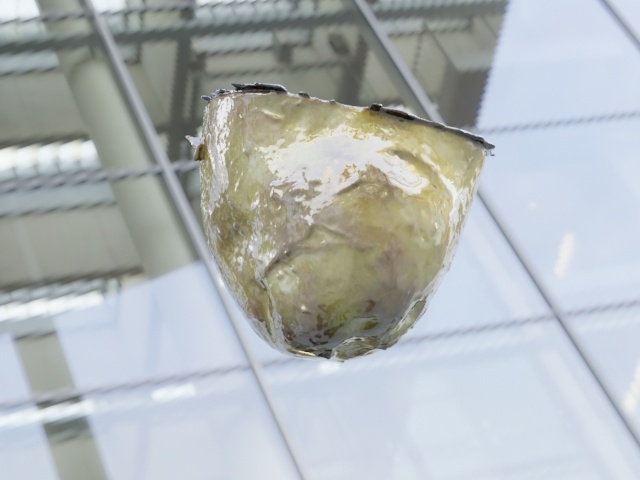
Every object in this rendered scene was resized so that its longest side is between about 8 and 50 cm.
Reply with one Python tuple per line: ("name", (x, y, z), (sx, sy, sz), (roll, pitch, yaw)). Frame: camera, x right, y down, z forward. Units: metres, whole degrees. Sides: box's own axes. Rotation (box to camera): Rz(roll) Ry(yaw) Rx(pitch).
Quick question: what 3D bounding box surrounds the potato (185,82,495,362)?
("potato", (0.000, 0.000, 1.642), (0.301, 0.237, 0.289), (11, -9, -3))
